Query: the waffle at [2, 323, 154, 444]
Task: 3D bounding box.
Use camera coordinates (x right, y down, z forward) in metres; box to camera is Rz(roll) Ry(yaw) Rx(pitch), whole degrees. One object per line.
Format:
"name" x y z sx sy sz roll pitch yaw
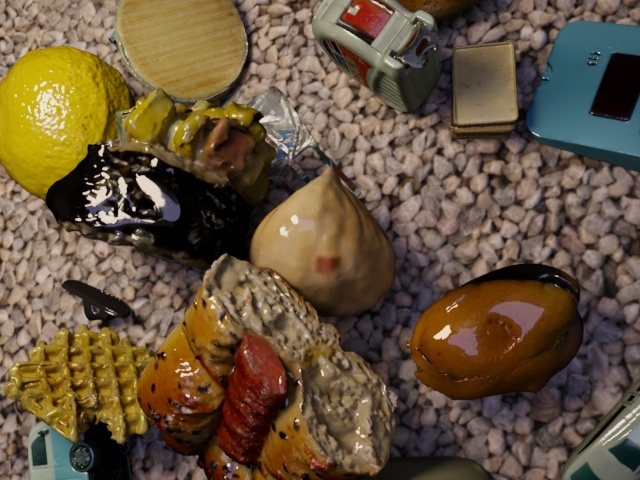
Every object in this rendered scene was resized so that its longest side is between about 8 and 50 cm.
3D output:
"waffle" -0.394 0.250 0.997 0.261 0.250 0.056 28 116 11

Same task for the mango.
"mango" 0.284 0.153 0.911 0.287 0.152 0.201 -16 75 8

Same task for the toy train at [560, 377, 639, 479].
"toy train" 0.531 0.262 0.876 0.086 0.088 0.407 42 92 14

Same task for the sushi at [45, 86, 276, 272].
"sushi" -0.251 -0.106 0.960 0.328 0.328 0.285 14 84 7

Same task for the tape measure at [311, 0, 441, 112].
"tape measure" 0.107 -0.342 0.978 0.246 0.243 0.125 40 94 15

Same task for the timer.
"timer" 0.513 -0.254 0.985 0.250 0.091 0.232 21 87 26

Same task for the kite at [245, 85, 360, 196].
"kite" -0.053 -0.170 1.103 0.310 0.015 0.169 40 90 15

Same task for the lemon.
"lemon" -0.479 -0.210 1.072 0.268 0.268 0.322 -10 85 10

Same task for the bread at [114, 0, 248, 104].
"bread" -0.272 -0.398 1.112 0.267 0.040 0.267 1 86 -22

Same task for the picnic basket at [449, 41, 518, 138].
"picnic basket" 0.292 -0.267 1.014 0.115 0.079 0.164 1 81 13

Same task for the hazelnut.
"hazelnut" 0.000 0.000 0.943 0.261 0.261 0.241 22 94 14

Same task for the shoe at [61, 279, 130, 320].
"shoe" -0.447 0.129 1.114 0.159 0.062 0.053 26 100 14

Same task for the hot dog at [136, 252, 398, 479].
"hot dog" -0.119 0.264 0.888 0.367 0.196 0.365 46 131 4

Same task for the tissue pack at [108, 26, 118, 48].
"tissue pack" -0.361 -0.411 1.168 0.111 0.085 0.079 26 86 15

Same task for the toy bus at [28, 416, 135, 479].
"toy bus" -0.437 0.434 1.024 0.164 0.133 0.271 -12 81 14

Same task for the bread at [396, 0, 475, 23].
"bread" 0.186 -0.497 1.028 0.314 0.171 0.192 -8 76 11

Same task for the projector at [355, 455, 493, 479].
"projector" 0.156 0.474 0.837 0.248 0.249 0.249 -6 79 11
